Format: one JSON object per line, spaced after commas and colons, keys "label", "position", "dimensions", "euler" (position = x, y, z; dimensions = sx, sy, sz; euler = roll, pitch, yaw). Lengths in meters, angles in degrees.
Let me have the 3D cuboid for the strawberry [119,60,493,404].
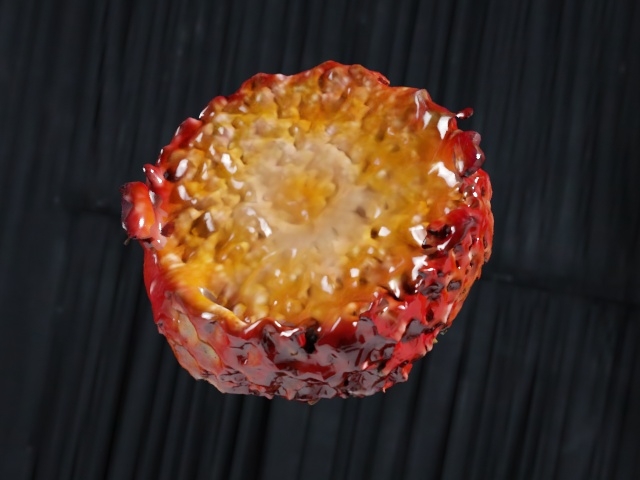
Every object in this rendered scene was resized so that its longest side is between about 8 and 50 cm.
{"label": "strawberry", "position": [0.000, 0.000, 0.572], "dimensions": [0.145, 0.145, 0.086], "euler": [9, -41, 27]}
